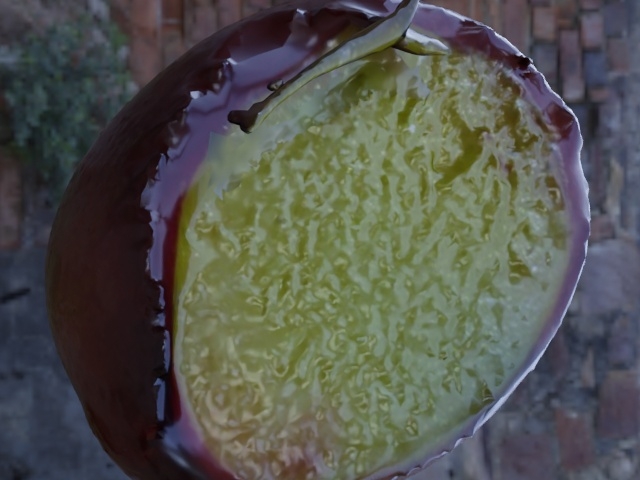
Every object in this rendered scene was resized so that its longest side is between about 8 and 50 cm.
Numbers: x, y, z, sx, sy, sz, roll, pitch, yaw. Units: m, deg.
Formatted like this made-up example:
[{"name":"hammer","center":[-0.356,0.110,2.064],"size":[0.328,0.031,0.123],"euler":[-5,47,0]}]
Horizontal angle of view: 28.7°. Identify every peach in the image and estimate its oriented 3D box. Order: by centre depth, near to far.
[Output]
[{"name":"peach","center":[-0.015,0.011,0.921],"size":[0.406,0.335,0.310],"euler":[-50,-165,-16]}]
